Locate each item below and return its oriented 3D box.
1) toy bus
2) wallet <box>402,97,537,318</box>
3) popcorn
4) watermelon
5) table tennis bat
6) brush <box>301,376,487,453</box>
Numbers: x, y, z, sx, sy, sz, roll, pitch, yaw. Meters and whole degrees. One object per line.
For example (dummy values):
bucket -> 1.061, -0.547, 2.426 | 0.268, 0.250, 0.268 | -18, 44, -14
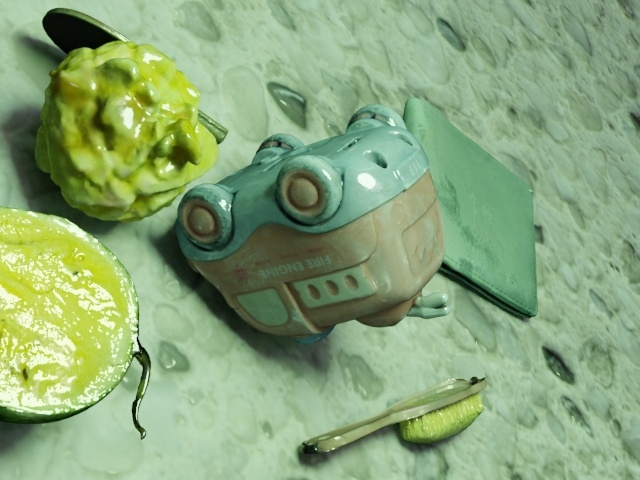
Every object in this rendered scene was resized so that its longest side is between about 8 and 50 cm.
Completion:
toy bus -> 0.000, 0.000, 1.268 | 0.197, 0.294, 0.231 | -43, 113, -54
wallet -> 0.213, -0.042, 1.664 | 0.290, 0.054, 0.251 | 33, 48, -31
popcorn -> -0.202, -0.111, 1.191 | 0.167, 0.187, 0.185 | -7, 54, -38
watermelon -> -0.275, 0.079, 1.039 | 0.232, 0.127, 0.204 | 21, 50, -32
table tennis bat -> -0.207, -0.184, 1.293 | 0.247, 0.138, 0.022 | 34, 72, -26
brush -> 0.099, 0.224, 1.361 | 0.313, 0.072, 0.067 | -11, 85, -47
